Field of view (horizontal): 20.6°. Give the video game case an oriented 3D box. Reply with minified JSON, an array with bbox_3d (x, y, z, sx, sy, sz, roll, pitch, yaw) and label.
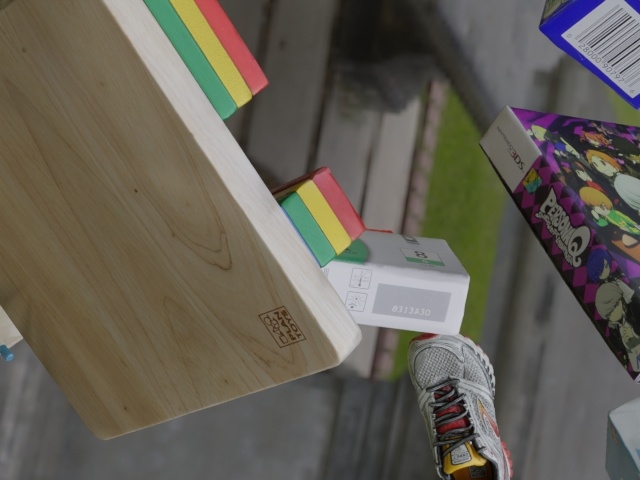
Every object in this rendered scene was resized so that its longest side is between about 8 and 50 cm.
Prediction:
[{"bbox_3d":[0.240,0.007,1.127,0.232,0.210,0.042,6,131,-35],"label":"video game case"}]

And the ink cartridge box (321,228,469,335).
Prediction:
[{"bbox_3d":[0.000,0.000,1.346,0.225,0.181,0.056,-114,-146,-66],"label":"ink cartridge box"}]

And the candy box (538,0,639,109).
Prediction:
[{"bbox_3d":[0.325,-0.296,1.402,0.268,0.122,0.317,-38,-159,39],"label":"candy box"}]

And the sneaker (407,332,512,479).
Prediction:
[{"bbox_3d":[0.154,0.197,1.879,0.093,0.088,0.225,-71,141,-67],"label":"sneaker"}]

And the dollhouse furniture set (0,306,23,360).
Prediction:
[{"bbox_3d":[-0.371,-0.012,1.822,0.286,0.198,0.303,-37,149,-16],"label":"dollhouse furniture set"}]

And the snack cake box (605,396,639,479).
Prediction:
[{"bbox_3d":[0.348,0.189,1.618,0.089,0.152,0.264,63,0,20],"label":"snack cake box"}]

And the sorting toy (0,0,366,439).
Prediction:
[{"bbox_3d":[-0.110,-0.029,1.042,0.089,0.255,0.257,-42,103,-40],"label":"sorting toy"}]
